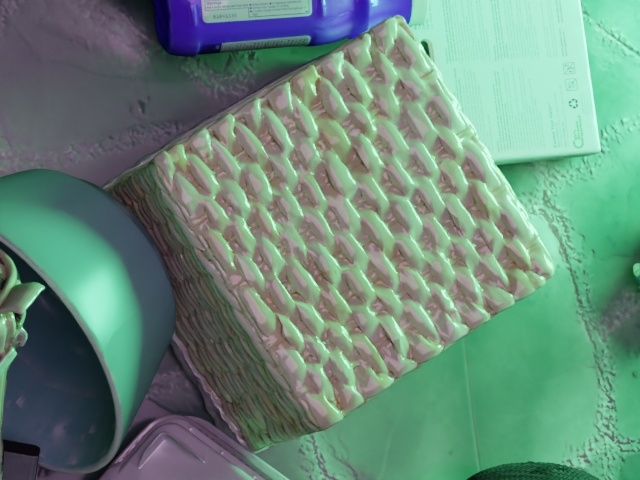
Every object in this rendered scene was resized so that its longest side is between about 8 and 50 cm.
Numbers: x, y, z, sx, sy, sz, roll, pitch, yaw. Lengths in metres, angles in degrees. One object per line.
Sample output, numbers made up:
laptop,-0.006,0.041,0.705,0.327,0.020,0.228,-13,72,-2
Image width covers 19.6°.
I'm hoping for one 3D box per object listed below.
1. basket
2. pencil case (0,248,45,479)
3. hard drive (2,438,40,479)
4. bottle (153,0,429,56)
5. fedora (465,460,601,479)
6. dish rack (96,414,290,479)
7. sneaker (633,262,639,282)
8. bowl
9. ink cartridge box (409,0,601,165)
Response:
basket,0.000,0.000,1.860,0.328,0.266,0.331,-32,94,-19
pencil case,-0.351,0.193,1.661,0.184,0.410,0.160,20,33,21
hard drive,-0.329,0.253,1.808,0.094,0.022,0.135,10,117,-5
bottle,-0.029,-0.249,1.947,0.283,0.118,0.092,-6,102,-12
fedora,0.242,0.330,1.920,0.334,0.334,0.152,22,47,-13
dish rack,-0.120,0.332,1.791,0.333,0.072,0.285,33,73,26
sneaker,0.440,-0.024,2.087,0.092,0.087,0.228,37,72,-7
bowl,-0.259,0.054,1.779,0.311,0.311,0.163,51,54,-5
ink cartridge box,0.188,-0.193,2.054,0.224,0.045,0.223,-4,83,-16
